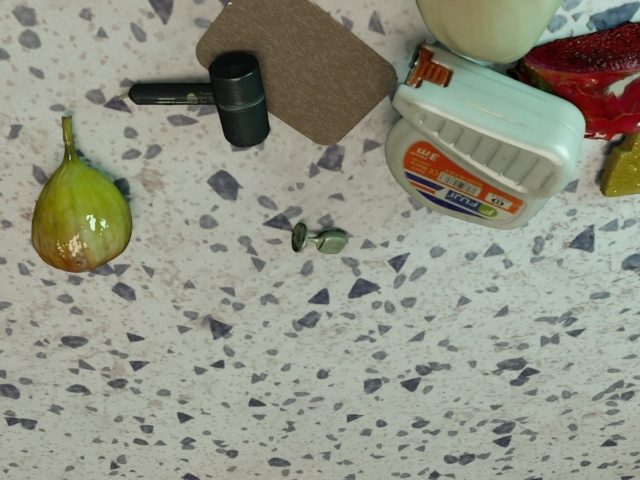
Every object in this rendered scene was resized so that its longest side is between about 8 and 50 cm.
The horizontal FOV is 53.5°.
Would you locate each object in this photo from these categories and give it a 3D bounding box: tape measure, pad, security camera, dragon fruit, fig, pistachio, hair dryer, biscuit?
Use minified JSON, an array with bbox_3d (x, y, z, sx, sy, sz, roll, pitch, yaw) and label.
[{"bbox_3d":[0.220,-0.140,0.910,0.258,0.130,0.265,22,153,2],"label":"tape measure"},{"bbox_3d":[-0.031,-0.252,0.920,0.266,0.002,0.176,30,125,-28],"label":"pad"},{"bbox_3d":[0.000,0.000,1.138,0.092,0.058,0.058,9,134,-29],"label":"security camera"},{"bbox_3d":[0.403,-0.219,0.889,0.262,0.189,0.163,-8,103,10],"label":"dragon fruit"},{"bbox_3d":[-0.384,-0.072,1.000,0.159,0.159,0.257,1,116,-4],"label":"fig"},{"bbox_3d":[0.202,-0.337,0.728,0.226,0.208,0.332,-41,147,-14],"label":"pistachio"},{"bbox_3d":[-0.186,-0.201,0.920,0.219,0.071,0.124,2,136,6],"label":"hair dryer"},{"bbox_3d":[0.556,-0.151,1.021,0.212,0.041,0.239,30,126,-35],"label":"biscuit"}]
